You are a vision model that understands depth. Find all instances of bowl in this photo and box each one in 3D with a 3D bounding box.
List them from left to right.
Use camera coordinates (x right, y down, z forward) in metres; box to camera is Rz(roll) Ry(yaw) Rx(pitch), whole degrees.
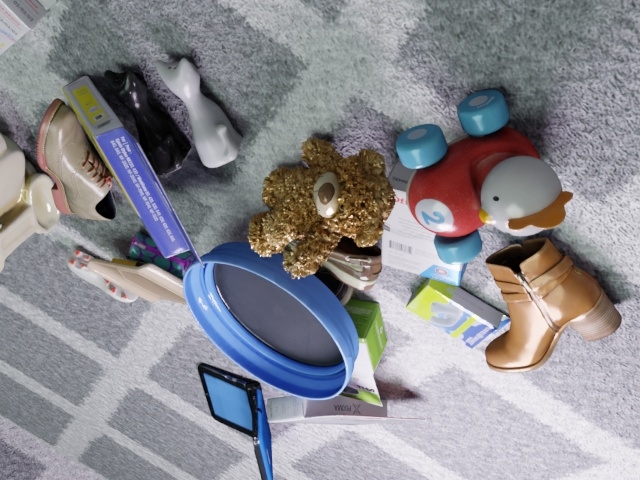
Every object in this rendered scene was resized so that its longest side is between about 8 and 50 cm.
[{"bbox_3d":[-0.095,0.160,1.818,0.391,0.077,0.391,25,144,19],"label":"bowl"}]

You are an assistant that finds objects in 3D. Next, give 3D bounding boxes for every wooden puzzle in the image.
[{"bbox_3d":[-0.380,0.091,2.056,0.238,0.044,0.221,1,155,44],"label":"wooden puzzle"}]

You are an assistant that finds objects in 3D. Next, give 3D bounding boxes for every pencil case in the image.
[{"bbox_3d":[-0.349,0.035,2.007,0.151,0.065,0.070,20,168,11],"label":"pencil case"}]

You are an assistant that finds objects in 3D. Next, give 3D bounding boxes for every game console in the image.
[{"bbox_3d":[-0.226,0.500,2.413,0.173,0.250,0.293,-6,139,1],"label":"game console"}]

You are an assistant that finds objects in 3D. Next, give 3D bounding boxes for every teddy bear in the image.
[{"bbox_3d":[-0.022,-0.063,1.528,0.113,0.245,0.338,34,176,-30],"label":"teddy bear"}]

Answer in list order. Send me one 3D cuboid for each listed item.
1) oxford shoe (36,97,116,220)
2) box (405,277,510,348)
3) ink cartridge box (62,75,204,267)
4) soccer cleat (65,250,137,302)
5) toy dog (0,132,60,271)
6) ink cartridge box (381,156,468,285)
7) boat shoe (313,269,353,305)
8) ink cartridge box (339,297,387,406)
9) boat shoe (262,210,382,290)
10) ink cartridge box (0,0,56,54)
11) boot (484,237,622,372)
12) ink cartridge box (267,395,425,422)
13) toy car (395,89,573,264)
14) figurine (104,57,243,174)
[{"bbox_3d":[-0.475,-0.156,1.825,0.130,0.123,0.348,19,154,7],"label":"oxford shoe"},{"bbox_3d":[0.265,0.141,1.749,0.178,0.042,0.109,31,145,-2],"label":"box"},{"bbox_3d":[-0.347,-0.118,1.679,0.307,0.072,0.304,51,167,49],"label":"ink cartridge box"},{"bbox_3d":[-0.525,0.087,2.195,0.196,0.068,0.076,32,159,-3],"label":"soccer cleat"},{"bbox_3d":[-0.834,-0.131,1.950,0.407,0.285,0.395,18,143,17],"label":"toy dog"},{"bbox_3d":[0.186,-0.032,1.553,0.148,0.086,0.203,17,142,16],"label":"ink cartridge box"},{"bbox_3d":[-0.066,0.093,1.862,0.285,0.103,0.092,2,142,40],"label":"boat shoe"},{"bbox_3d":[0.045,0.234,1.964,0.188,0.097,0.255,10,142,23],"label":"ink cartridge box"},{"bbox_3d":[0.002,-0.005,1.720,0.257,0.095,0.095,24,129,-1],"label":"boat shoe"},{"bbox_3d":[-0.559,-0.409,1.607,0.181,0.062,0.104,-18,124,45],"label":"ink cartridge box"},{"bbox_3d":[0.354,0.117,1.598,0.220,0.109,0.283,43,138,-20],"label":"boot"},{"bbox_3d":[0.058,0.380,2.048,0.275,0.060,0.238,13,159,-42],"label":"ink cartridge box"},{"bbox_3d":[0.253,-0.063,1.299,0.219,0.210,0.238,65,173,-28],"label":"toy car"},{"bbox_3d":[-0.263,-0.229,1.618,0.214,0.092,0.209,-4,129,35],"label":"figurine"}]
